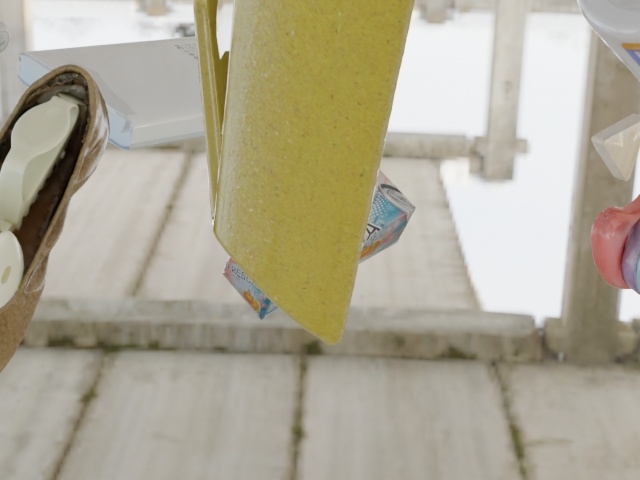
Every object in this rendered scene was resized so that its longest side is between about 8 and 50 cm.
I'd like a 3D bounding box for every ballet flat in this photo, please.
[{"bbox_3d":[-0.277,-0.023,1.130,0.116,0.124,0.342,23,-119,0],"label":"ballet flat"}]

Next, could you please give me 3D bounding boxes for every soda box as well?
[{"bbox_3d":[0.000,0.000,1.182,0.183,0.058,0.063,-29,-112,-35],"label":"soda box"}]

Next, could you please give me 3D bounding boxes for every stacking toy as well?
[{"bbox_3d":[0.497,-0.072,1.654,0.309,0.280,0.130,-37,-141,-23],"label":"stacking toy"}]

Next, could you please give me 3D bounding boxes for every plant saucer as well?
[{"bbox_3d":[-0.025,-0.162,0.755,0.081,0.333,0.333,0,-134,-9],"label":"plant saucer"}]

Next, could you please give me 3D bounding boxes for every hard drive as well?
[{"bbox_3d":[-0.196,-0.209,1.725,0.233,0.047,0.353,33,-150,32],"label":"hard drive"}]

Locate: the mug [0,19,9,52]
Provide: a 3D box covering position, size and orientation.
[{"bbox_3d":[-0.445,-0.267,1.676,0.064,0.078,0.062,31,-157,20],"label":"mug"}]

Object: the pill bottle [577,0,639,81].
[{"bbox_3d":[0.375,-0.209,1.265,0.152,0.152,0.272,18,173,40],"label":"pill bottle"}]
